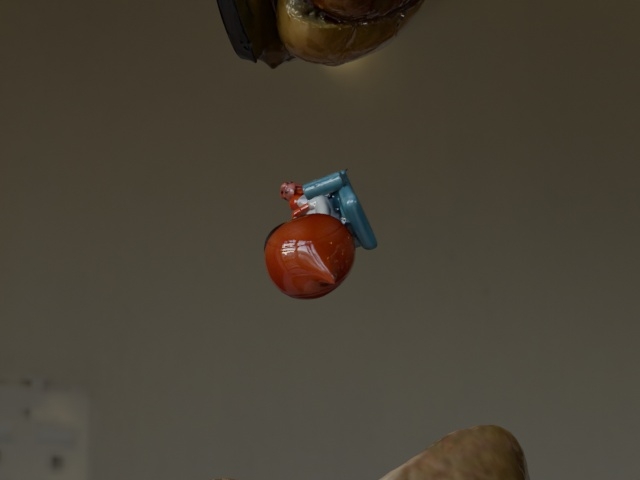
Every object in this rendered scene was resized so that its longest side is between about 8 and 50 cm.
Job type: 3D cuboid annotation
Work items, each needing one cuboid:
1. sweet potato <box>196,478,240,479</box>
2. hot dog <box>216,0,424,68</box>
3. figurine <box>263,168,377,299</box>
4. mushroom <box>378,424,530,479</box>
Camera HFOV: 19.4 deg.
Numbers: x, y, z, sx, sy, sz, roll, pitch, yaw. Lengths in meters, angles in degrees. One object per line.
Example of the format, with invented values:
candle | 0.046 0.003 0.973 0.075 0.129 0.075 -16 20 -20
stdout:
sweet potato | -0.126 0.234 1.311 0.097 0.097 0.252 -15 15 43
hot dog | 0.041 -0.266 1.738 0.107 0.326 0.194 8 -51 32
figurine | 0.000 0.000 1.405 0.075 0.068 0.140 -15 26 14
mushroom | 0.117 0.358 1.742 0.397 0.313 0.224 -30 -17 -37
